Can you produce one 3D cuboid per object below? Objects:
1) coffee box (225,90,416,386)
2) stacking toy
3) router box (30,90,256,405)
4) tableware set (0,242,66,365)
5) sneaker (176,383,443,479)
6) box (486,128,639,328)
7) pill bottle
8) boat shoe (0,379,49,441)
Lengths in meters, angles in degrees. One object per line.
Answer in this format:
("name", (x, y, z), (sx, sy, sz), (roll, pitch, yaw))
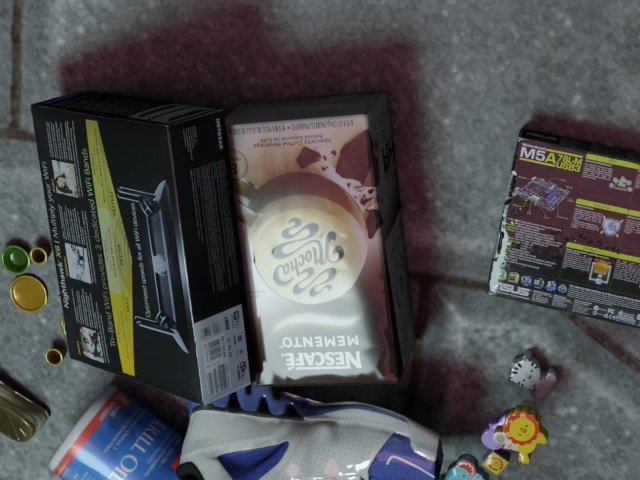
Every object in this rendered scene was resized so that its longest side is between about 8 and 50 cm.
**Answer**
("coffee box", (0.000, 0.000, 1.564), (0.168, 0.119, 0.297), (-4, 107, 15))
("stacking toy", (0.177, 0.235, 1.579), (0.052, 0.167, 0.221), (35, 113, 0))
("router box", (-0.194, 0.002, 1.572), (0.243, 0.081, 0.309), (13, 115, 43))
("tableware set", (-0.322, 0.074, 1.717), (0.104, 0.024, 0.154), (-7, 107, 16))
("sneaker", (-0.026, 0.268, 1.616), (0.315, 0.127, 0.182), (11, 69, 17))
("box", (0.285, -0.011, 1.537), (0.191, 0.045, 0.184), (12, 108, 10))
("pill bottle", (-0.197, 0.281, 1.705), (0.221, 0.124, 0.124), (36, 112, -2))
("boat shoe", (-0.404, 0.186, 1.769), (0.153, 0.048, 0.056), (31, 125, 8))
